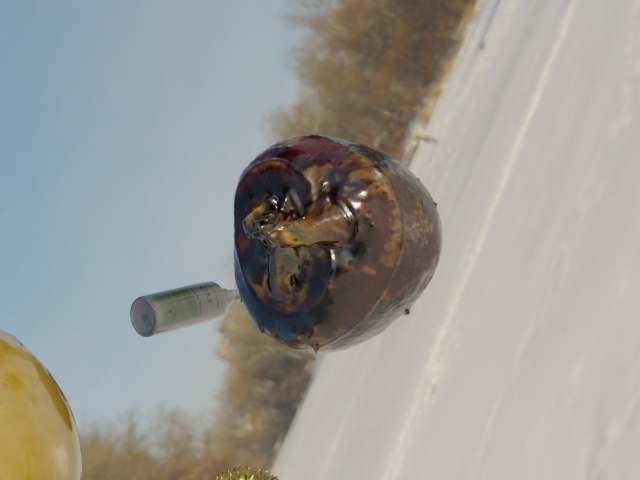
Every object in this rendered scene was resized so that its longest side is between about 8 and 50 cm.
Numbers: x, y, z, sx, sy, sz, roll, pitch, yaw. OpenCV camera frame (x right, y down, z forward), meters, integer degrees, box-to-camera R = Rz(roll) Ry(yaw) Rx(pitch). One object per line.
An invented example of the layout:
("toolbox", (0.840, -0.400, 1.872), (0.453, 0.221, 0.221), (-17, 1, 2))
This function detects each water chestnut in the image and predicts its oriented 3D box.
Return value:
("water chestnut", (0.000, 0.000, 1.130), (0.238, 0.224, 0.223), (-7, -55, -52))

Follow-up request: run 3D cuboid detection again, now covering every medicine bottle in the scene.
("medicine bottle", (-0.173, 0.089, 1.553), (0.199, 0.058, 0.057), (-10, -50, -51))

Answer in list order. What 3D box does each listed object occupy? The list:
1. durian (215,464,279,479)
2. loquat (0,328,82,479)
("durian", (-0.128, 0.436, 1.782), (0.208, 0.146, 0.102), (-35, -11, -37))
("loquat", (-0.246, 0.140, 0.605), (0.235, 0.235, 0.235), (23, -90, -88))
